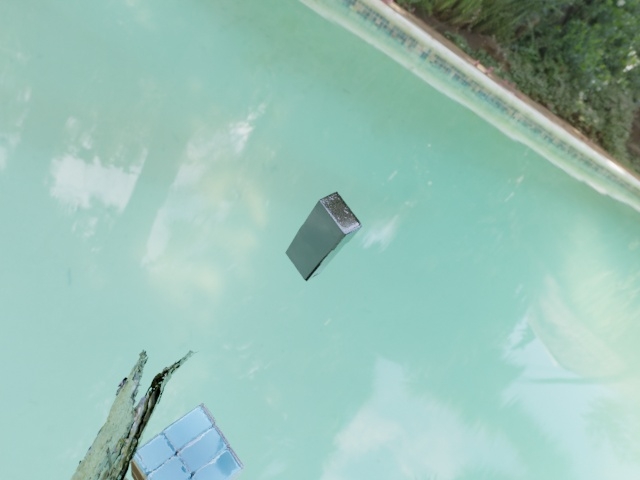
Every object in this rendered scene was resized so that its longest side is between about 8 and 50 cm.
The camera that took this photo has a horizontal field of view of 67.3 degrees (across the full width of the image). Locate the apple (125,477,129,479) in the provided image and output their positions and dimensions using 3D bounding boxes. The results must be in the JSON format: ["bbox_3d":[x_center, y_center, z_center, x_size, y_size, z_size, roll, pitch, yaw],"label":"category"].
[{"bbox_3d":[-0.685,0.839,1.502,0.164,0.209,0.209,29,30,-31],"label":"apple"}]

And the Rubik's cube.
[{"bbox_3d":[-0.373,0.644,1.346,0.231,0.221,0.225,-29,67,-36],"label":"Rubik's cube"}]

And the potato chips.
[{"bbox_3d":[-0.175,0.169,0.415,0.029,0.220,0.202,33,49,-16],"label":"potato chips"}]

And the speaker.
[{"bbox_3d":[0.000,0.000,0.913,0.044,0.218,0.082,-30,77,-31],"label":"speaker"}]
